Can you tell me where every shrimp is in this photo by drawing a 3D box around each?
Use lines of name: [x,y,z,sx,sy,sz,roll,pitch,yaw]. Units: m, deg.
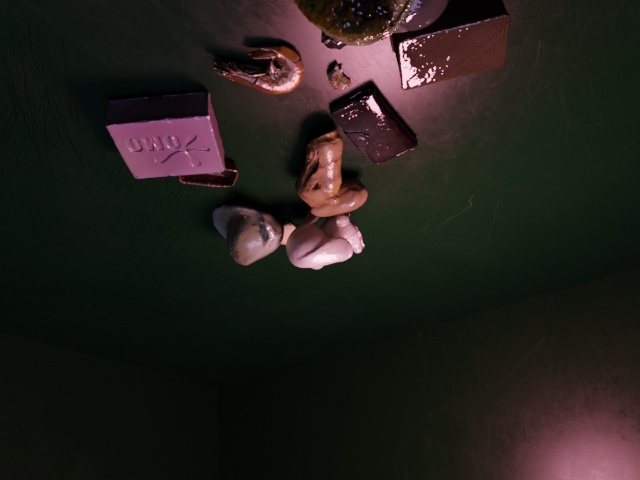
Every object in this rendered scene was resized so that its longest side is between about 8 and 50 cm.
shrimp: [-0.162,-0.458,1.523,0.248,0.068,0.150,-3,139,-17]

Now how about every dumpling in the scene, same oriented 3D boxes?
dumpling: [-0.268,-0.014,2.158,0.269,0.212,0.320,20,132,-34]

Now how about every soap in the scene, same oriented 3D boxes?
soap: [-0.448,-0.306,1.697,0.296,0.107,0.285,-5,154,0]

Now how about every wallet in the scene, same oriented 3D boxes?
wallet: [0.169,-0.352,1.796,0.172,0.045,0.318,-22,146,24]

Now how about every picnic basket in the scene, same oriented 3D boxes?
picnic basket: [-0.373,-0.230,1.897,0.193,0.055,0.110,5,148,-20]

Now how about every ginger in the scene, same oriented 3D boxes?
ginger: [0.002,-0.232,1.880,0.126,0.190,0.354,-26,150,-25]

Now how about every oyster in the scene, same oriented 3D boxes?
oyster: [0.059,-0.450,1.601,0.083,0.038,0.081,9,146,-24]

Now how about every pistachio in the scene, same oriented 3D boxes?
pistachio: [0.063,-0.150,2.056,0.225,0.136,0.135,-19,149,28]

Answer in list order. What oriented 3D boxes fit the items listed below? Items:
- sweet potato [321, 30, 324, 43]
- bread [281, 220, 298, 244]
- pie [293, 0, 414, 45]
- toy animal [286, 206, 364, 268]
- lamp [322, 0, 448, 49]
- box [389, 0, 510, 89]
sweet potato: [0.047,-0.579,1.339,0.067,0.067,0.274,3,149,-17]
bread: [-0.139,-0.034,2.321,0.126,0.044,0.129,-34,139,29]
pie: [0.065,-0.560,1.192,0.323,0.070,0.323,17,127,23]
toy animal: [0.019,0.000,2.146,0.249,0.289,0.174,24,151,21]
lamp: [0.140,-0.534,1.281,0.313,0.182,0.182,-25,149,8]
box: [0.314,-0.514,1.427,0.273,0.143,0.184,-12,151,8]
